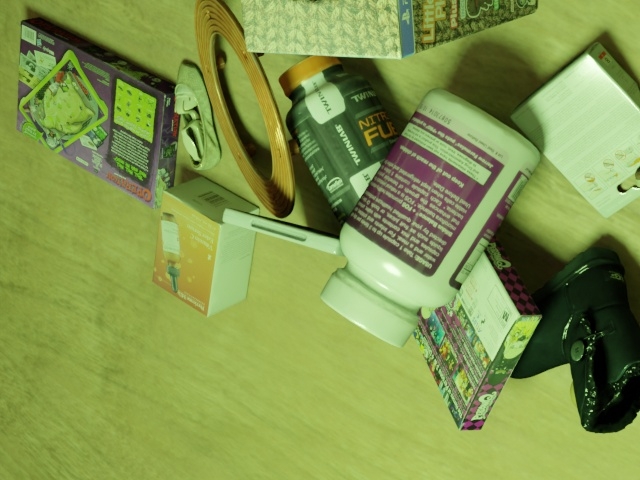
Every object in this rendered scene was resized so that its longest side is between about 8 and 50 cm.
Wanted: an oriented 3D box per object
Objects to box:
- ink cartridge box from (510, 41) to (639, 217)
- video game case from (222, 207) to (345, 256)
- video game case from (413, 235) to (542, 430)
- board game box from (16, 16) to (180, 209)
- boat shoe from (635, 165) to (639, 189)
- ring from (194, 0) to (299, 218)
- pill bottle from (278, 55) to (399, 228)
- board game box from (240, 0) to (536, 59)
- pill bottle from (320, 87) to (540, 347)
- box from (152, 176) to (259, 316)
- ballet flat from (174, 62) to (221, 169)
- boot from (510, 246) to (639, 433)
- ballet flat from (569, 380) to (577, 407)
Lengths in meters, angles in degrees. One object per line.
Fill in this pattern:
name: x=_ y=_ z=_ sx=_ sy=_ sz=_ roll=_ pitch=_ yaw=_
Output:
ink cartridge box: x=0.342 y=-0.133 z=1.668 sx=0.179 sy=0.045 sz=0.145 roll=45 pitch=133 yaw=-6
video game case: x=0.000 y=0.000 z=1.897 sx=0.193 sy=0.212 sz=0.023 roll=16 pitch=92 yaw=33
video game case: x=0.193 y=0.096 z=1.806 sx=0.232 sy=0.041 sz=0.210 roll=-114 pitch=36 yaw=-45
board game box: x=-0.370 y=-0.213 z=2.251 sx=0.347 sy=0.056 sz=0.208 roll=29 pitch=120 yaw=30
boat shoe: x=0.477 y=-0.051 z=1.534 sx=0.257 sy=0.095 sz=0.095 roll=0 pitch=113 yaw=41
ring: x=-0.101 y=-0.192 z=1.937 sx=0.336 sy=0.032 sz=0.336 roll=58 pitch=162 yaw=31
pill bottle: x=0.037 y=-0.135 z=1.861 sx=0.130 sy=0.130 sz=0.246 roll=-33 pitch=85 yaw=44
board game box: x=0.083 y=-0.317 z=1.633 sx=0.232 sy=0.291 sz=0.141 roll=9 pitch=113 yaw=39
pill bottle: x=0.129 y=-0.024 z=1.713 sx=0.169 sy=0.169 sz=0.301 roll=34 pitch=93 yaw=27
box: x=-0.181 y=0.009 z=2.142 sx=0.130 sy=0.091 sz=0.170 roll=29 pitch=124 yaw=30
ballet flat: x=-0.194 y=-0.188 z=2.098 sx=0.057 sy=0.052 sz=0.168 roll=-9 pitch=101 yaw=45
boot: x=0.310 y=0.155 z=1.696 sx=0.246 sy=0.094 sz=0.207 roll=-51 pitch=32 yaw=37
ballet flat: x=0.386 y=0.172 z=1.718 sx=0.232 sy=0.073 sz=0.080 roll=-37 pitch=85 yaw=44
